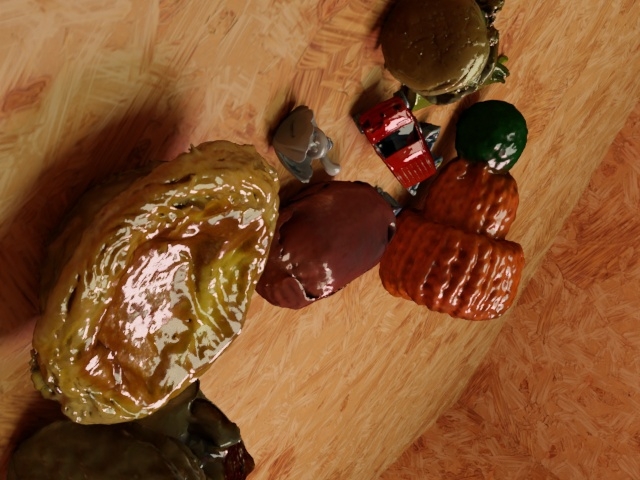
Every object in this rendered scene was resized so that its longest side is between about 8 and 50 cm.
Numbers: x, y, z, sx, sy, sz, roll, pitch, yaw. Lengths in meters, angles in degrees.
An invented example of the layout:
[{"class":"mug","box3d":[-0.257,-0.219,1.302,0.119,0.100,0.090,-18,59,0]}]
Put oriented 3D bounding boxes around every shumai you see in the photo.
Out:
[{"class":"shumai","box3d":[-0.196,0.314,1.423,0.291,0.330,0.288,-20,-169,20]}]

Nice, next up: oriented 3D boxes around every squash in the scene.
[{"class":"squash","box3d":[0.208,-0.258,1.720,0.200,0.075,0.090,-17,126,-27]}]

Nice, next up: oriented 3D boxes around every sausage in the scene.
[{"class":"sausage","box3d":[0.000,0.000,1.566,0.279,0.152,0.152,-32,153,-51]}]

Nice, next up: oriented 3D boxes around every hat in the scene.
[{"class":"hat","box3d":[0.255,-0.063,2.052,0.285,0.285,0.401,-4,102,-67]}]

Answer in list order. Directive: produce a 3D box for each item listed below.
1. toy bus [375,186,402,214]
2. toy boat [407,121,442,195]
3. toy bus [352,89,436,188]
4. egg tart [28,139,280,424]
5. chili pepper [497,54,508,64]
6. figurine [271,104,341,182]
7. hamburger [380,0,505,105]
[{"class":"toy bus","box3d":[0.082,-0.050,1.833,0.061,0.051,0.153,-46,166,20]},{"class":"toy boat","box3d":[0.172,-0.136,1.870,0.060,0.061,0.137,-31,153,-49]},{"class":"toy bus","box3d":[0.114,-0.145,1.628,0.081,0.089,0.195,-29,163,7]},{"class":"egg tart","box3d":[-0.184,0.031,1.170,0.352,0.150,0.352,-42,153,-27]},{"class":"chili pepper","box3d":[0.309,-0.302,1.968,0.083,0.017,0.030,-46,162,-21]},{"class":"figurine","box3d":[-0.017,-0.124,1.410,0.082,0.095,0.086,-21,147,33]},{"class":"hamburger","box3d":[0.169,-0.268,1.469,0.185,0.159,0.131,-36,162,13]}]
